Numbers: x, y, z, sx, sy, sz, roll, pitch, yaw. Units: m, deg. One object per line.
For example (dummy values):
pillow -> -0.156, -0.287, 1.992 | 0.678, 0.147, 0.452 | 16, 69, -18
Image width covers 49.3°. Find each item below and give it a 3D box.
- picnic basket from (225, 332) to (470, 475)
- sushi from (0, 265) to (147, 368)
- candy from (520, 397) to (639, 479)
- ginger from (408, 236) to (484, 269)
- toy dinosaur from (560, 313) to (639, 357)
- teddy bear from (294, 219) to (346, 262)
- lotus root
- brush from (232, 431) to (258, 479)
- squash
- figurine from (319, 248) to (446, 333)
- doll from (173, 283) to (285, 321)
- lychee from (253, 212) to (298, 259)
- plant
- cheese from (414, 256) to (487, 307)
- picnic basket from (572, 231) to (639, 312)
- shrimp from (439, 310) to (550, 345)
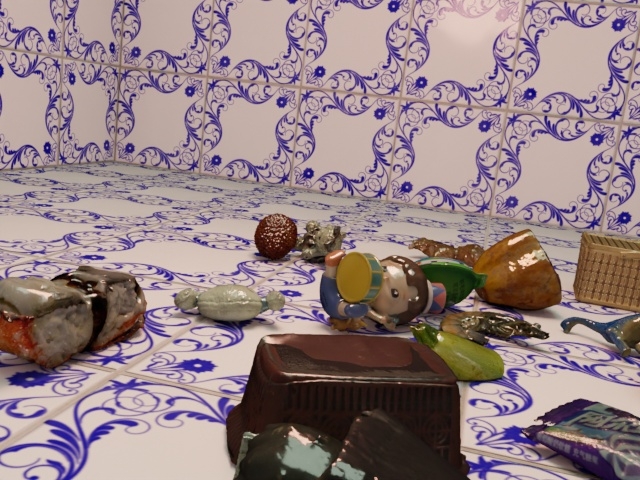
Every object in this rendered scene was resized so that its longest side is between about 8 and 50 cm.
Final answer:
picnic basket -> 0.035, 0.202, 0.869 | 0.296, 0.129, 0.222 | 3, 13, -12
sushi -> -0.392, 0.109, 1.084 | 0.124, 0.130, 0.332 | 11, 11, 21
candy -> 0.403, 0.276, 0.887 | 0.145, 0.070, 0.275 | -11, 21, -34
ginger -> 0.394, 0.039, 2.044 | 0.122, 0.084, 0.290 | 6, 9, -42
toy dinosaur -> 0.641, 0.157, 1.438 | 0.075, 0.247, 0.188 | 46, 10, -30
teddy bear -> 0.008, 0.015, 1.903 | 0.133, 0.111, 0.213 | -44, 22, -19
lotus root -> 0.463, 0.097, 1.684 | 0.180, 0.199, 0.188 | -23, -28, -1
brush -> 0.011, 0.254, 0.741 | 0.205, 0.083, 0.011 | 13, 29, -5
squash -> 0.217, 0.194, 1.174 | 0.200, 0.075, 0.090 | 25, 19, -32
figurine -> 0.128, 0.097, 1.385 | 0.275, 0.161, 0.158 | 3, -33, -43
doll -> -0.171, 0.119, 1.332 | 0.214, 0.072, 0.103 | -1, -5, 6
lychee -> -0.121, -0.007, 1.879 | 0.123, 0.123, 0.129 | 6, 36, -1
plant -> 0.042, 0.244, 0.632 | 0.256, 0.142, 0.164 | 14, 14, 17
cheese -> 0.206, 0.096, 1.544 | 0.320, 0.083, 0.204 | -2, -27, 5
picnic basket -> 0.851, 0.083, 1.857 | 0.312, 0.175, 0.228 | 10, 11, 16
shrimp -> 0.340, 0.181, 1.394 | 0.217, 0.051, 0.150 | 5, 11, 35
